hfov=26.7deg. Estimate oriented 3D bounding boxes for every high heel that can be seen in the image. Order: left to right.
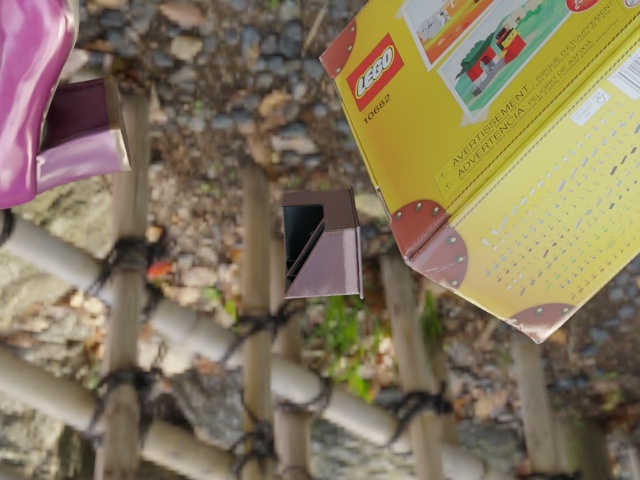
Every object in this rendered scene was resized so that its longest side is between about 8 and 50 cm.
[{"bbox_3d":[-0.257,-0.153,0.964,0.181,0.127,0.377,-11,138,-3],"label":"high heel"}]

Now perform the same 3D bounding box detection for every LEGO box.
[{"bbox_3d":[0.257,-0.215,1.263,0.193,0.372,0.500,30,115,-31],"label":"LEGO box"}]

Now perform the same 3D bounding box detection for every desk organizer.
[{"bbox_3d":[0.000,0.000,0.899,0.050,0.130,0.047,-3,103,0],"label":"desk organizer"}]
